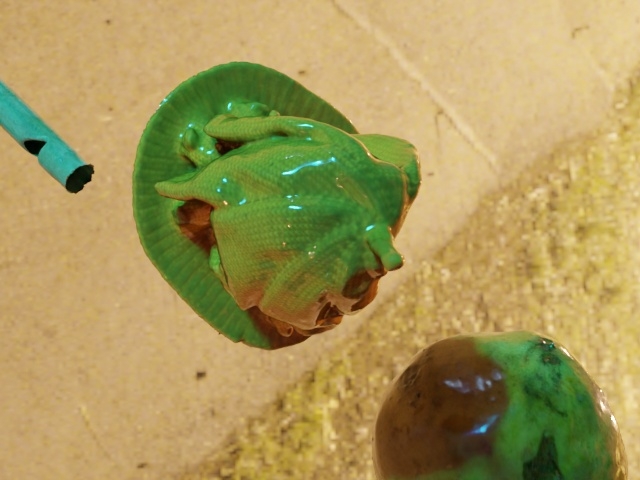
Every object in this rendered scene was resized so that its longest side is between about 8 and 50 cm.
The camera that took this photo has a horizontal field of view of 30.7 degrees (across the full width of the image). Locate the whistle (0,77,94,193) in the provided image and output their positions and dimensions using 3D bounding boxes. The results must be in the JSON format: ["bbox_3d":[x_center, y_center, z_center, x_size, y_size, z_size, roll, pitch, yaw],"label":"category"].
[{"bbox_3d":[-0.298,-0.117,1.165,0.039,0.186,0.039,-40,157,-20],"label":"whistle"}]

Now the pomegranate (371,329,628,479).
[{"bbox_3d":[0.190,0.231,1.262,0.281,0.281,0.281,16,71,-57],"label":"pomegranate"}]

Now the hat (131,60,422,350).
[{"bbox_3d":[0.000,0.000,0.878,0.233,0.233,0.244,4,101,-27],"label":"hat"}]
